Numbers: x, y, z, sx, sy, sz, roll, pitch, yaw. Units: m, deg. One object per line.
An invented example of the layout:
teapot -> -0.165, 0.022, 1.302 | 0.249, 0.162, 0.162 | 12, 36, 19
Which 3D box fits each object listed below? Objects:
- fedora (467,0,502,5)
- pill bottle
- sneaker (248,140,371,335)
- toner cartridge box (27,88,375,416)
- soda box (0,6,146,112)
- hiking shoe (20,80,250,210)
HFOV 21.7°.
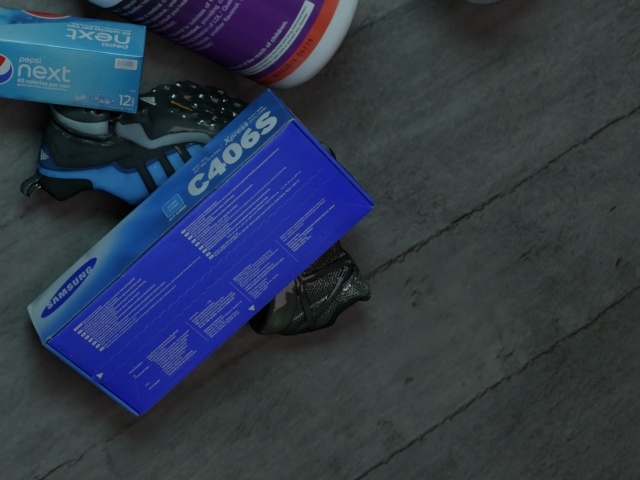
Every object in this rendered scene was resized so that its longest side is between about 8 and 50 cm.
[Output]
fedora -> 0.162, -0.399, 1.887 | 0.244, 0.124, 0.275 | 48, 67, -31
pill bottle -> -0.127, -0.291, 1.708 | 0.323, 0.181, 0.182 | 23, 88, -32
sneaker -> 0.000, 0.000, 1.901 | 0.130, 0.087, 0.228 | 5, 100, -33
toner cartridge box -> -0.125, 0.016, 1.761 | 0.348, 0.075, 0.165 | -41, 130, 4
soda box -> -0.281, -0.182, 1.651 | 0.210, 0.071, 0.067 | 7, 124, -7
hiking shoe -> -0.169, -0.095, 1.788 | 0.304, 0.113, 0.132 | 8, 123, -34
